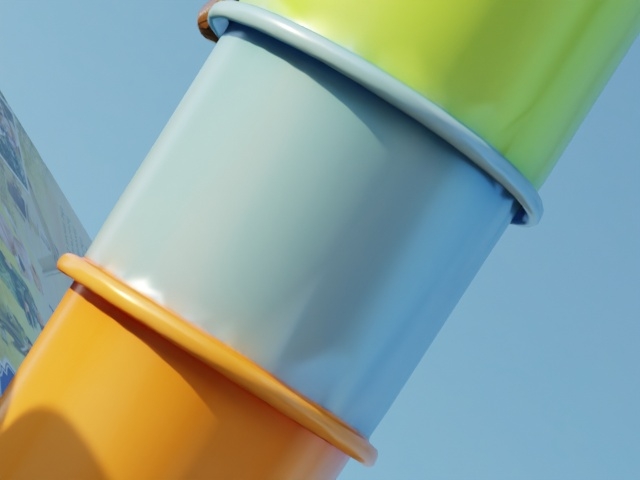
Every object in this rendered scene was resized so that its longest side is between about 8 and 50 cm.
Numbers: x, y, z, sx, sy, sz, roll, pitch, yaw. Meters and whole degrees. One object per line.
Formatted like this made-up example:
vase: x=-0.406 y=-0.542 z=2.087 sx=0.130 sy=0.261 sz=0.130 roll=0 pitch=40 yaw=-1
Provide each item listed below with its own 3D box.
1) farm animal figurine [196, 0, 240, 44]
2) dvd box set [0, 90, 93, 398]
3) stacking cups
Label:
farm animal figurine: x=0.092 y=-0.146 z=0.877 sx=0.327 sy=0.330 sz=0.172 roll=-22 pitch=-86 yaw=19
dvd box set: x=-0.121 y=0.076 z=0.765 sx=0.420 sy=0.062 sz=0.307 roll=65 pitch=8 yaw=-50
stacking cups: x=0.000 y=0.000 z=0.419 sx=0.096 sy=0.316 sz=0.096 roll=30 pitch=-7 yaw=4
